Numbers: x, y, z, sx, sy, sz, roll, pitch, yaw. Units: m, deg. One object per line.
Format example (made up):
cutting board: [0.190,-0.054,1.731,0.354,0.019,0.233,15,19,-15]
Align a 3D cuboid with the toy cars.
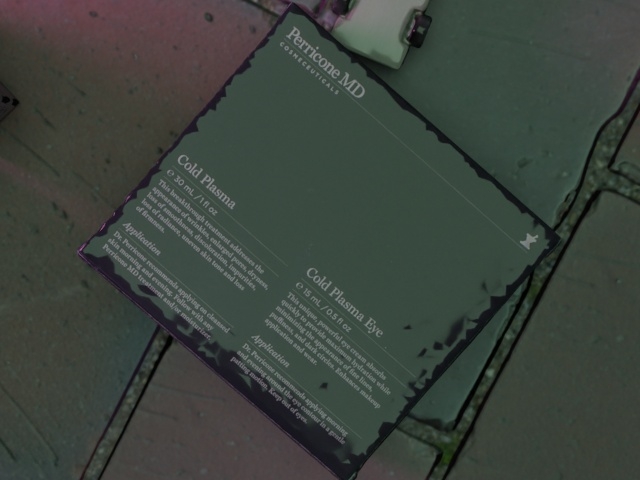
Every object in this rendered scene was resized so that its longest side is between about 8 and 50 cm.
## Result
toy cars: [0.052,-0.373,1.238,0.176,0.087,0.394,-16,97,6]

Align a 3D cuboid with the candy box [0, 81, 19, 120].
candy box: [-0.396,-0.177,1.190,0.070,0.196,0.165,-44,93,2]

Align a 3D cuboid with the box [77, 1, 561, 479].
box: [0.000,0.000,1.210,0.343,0.179,0.312,42,94,-3]
